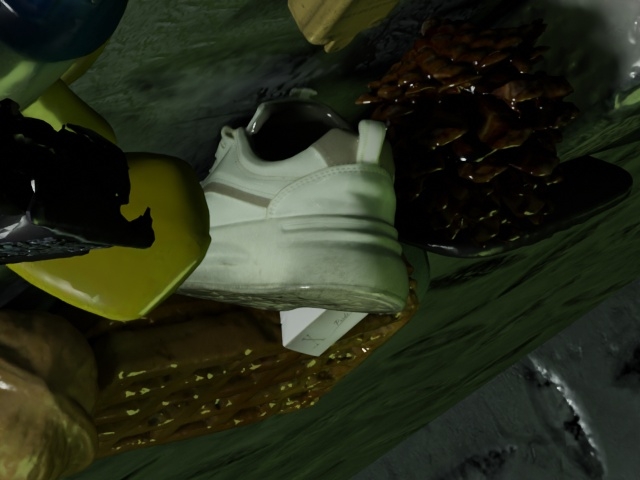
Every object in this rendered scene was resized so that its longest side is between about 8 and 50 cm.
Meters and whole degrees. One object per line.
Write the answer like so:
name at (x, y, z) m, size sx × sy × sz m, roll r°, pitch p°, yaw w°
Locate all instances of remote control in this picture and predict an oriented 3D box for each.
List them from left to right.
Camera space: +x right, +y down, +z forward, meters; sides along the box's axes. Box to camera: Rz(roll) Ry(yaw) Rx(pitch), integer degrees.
remote control at (-0.268, -0.005, 0.719) m, size 0.399 × 0.062 × 0.144 m, roll -5°, pitch 175°, yaw 17°

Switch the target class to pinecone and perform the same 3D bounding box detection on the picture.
pinecone at (0.108, -0.076, 1.385) m, size 0.174 × 0.173 × 0.173 m, roll -29°, pitch 167°, yaw -7°

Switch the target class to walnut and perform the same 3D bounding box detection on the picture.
walnut at (-0.234, 0.129, 1.450) m, size 0.166 × 0.149 × 0.166 m, roll -44°, pitch -159°, yaw 22°

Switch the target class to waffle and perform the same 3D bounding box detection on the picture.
waffle at (-0.090, 0.092, 1.639) m, size 0.328 × 0.098 × 0.224 m, roll -7°, pitch 157°, yaw -38°

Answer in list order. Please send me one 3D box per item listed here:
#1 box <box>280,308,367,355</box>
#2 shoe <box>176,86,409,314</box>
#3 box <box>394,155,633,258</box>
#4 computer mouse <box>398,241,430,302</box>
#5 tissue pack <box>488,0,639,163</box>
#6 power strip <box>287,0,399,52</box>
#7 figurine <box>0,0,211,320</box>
box at (0.000, 0.000, 1.474) m, size 0.040 × 0.154 × 0.084 m, roll 17°, pitch 139°, yaw -34°
shoe at (-0.037, -0.031, 1.382) m, size 0.124 × 0.159 × 0.316 m, roll 11°, pitch 177°, yaw -33°
box at (0.119, -0.039, 1.553) m, size 0.212 × 0.201 × 0.042 m, roll -23°, pitch 123°, yaw -36°
computer mouse at (0.029, 0.041, 1.845) m, size 0.167 × 0.090 × 0.379 m, roll -33°, pitch 165°, yaw 4°
tissue pack at (0.316, -0.186, 1.542) m, size 0.394 × 0.124 × 0.288 m, roll -17°, pitch 164°, yaw -47°
power strip at (0.060, -0.199, 1.103) m, size 0.064 × 0.044 × 0.305 m, roll -22°, pitch 166°, yaw -33°
figurine at (-0.080, -0.131, 0.716) m, size 0.283 × 0.204 × 0.338 m, roll -29°, pitch 163°, yaw 6°
